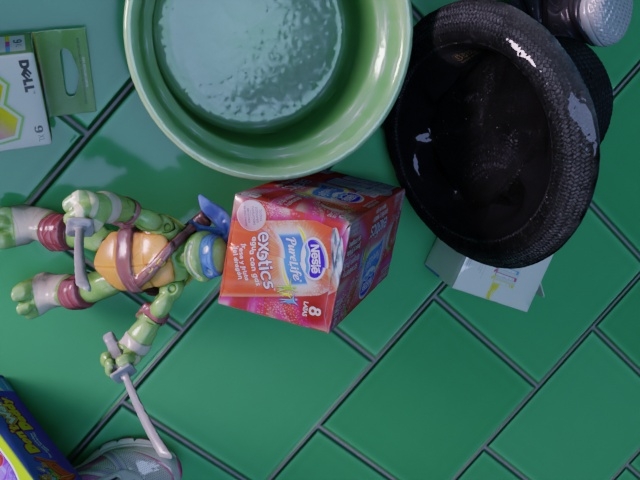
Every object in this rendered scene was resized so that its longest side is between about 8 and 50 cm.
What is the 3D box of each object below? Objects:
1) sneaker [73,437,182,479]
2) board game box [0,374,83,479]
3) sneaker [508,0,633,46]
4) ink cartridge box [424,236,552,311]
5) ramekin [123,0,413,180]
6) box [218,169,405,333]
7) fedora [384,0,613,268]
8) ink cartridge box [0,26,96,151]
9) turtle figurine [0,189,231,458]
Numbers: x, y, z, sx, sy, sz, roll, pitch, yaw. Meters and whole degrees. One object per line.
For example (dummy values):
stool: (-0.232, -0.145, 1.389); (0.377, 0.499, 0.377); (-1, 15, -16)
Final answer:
sneaker: (-0.299, 0.336, 0.994); (0.252, 0.111, 0.103); (-14, 111, -12)
board game box: (-0.435, 0.361, 0.901); (0.347, 0.233, 0.078); (-53, 153, 4)
sneaker: (0.307, -0.340, 0.962); (0.101, 0.153, 0.268); (44, 56, -39)
ink cartridge box: (0.235, 0.030, 1.064); (0.143, 0.092, 0.090); (18, 101, -22)
ramekin: (-0.065, -0.229, 0.862); (0.303, 0.148, 0.303); (-5, 108, -15)
box: (0.000, 0.000, 0.885); (0.128, 0.257, 0.123); (14, 105, 15)
fedora: (0.221, -0.130, 0.904); (0.152, 0.334, 0.334); (-24, 113, -26)
ink cartridge box: (-0.346, -0.155, 0.826); (0.209, 0.062, 0.109); (-11, 130, -17)
turtle figurine: (-0.247, 0.045, 0.821); (0.198, 0.266, 0.275); (55, 46, -46)
